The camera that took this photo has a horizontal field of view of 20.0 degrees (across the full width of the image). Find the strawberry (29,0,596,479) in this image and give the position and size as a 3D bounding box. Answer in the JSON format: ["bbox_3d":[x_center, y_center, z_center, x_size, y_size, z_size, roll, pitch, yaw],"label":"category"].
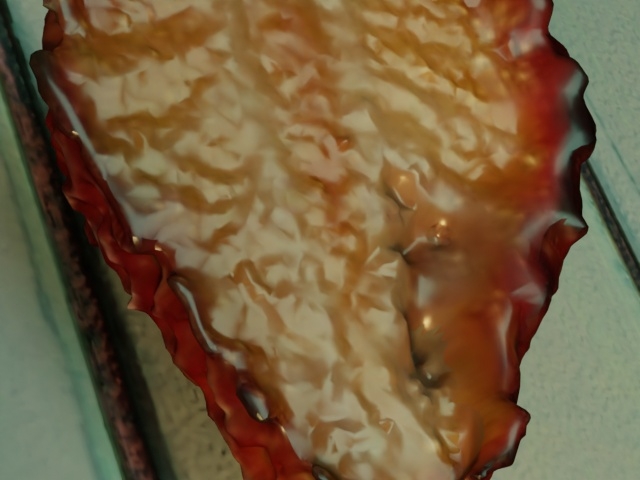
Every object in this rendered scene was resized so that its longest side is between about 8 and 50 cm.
[{"bbox_3d":[0.010,-0.011,0.819,0.253,0.150,0.280,-26,76,-31],"label":"strawberry"}]
